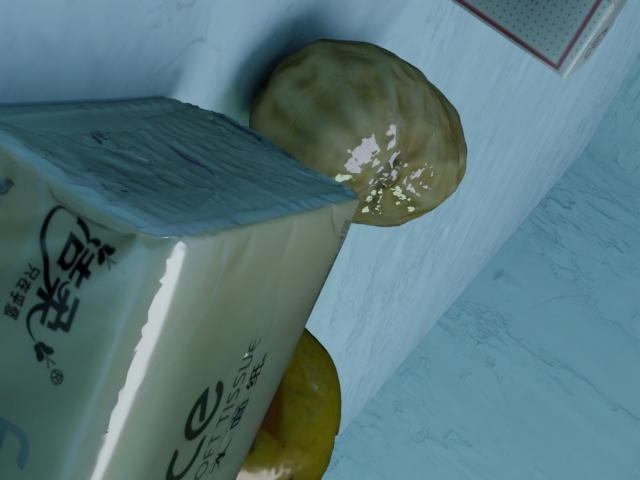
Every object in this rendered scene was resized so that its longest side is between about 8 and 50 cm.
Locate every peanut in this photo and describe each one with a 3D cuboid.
[{"bbox_3d":[0.055,-0.101,1.270,0.169,0.192,0.387,-64,165,9],"label":"peanut"}]

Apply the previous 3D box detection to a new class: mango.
[{"bbox_3d":[-0.126,0.192,1.329,0.182,0.253,0.365,-29,179,44],"label":"mango"}]

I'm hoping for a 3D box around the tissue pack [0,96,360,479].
[{"bbox_3d":[-0.167,0.116,0.919,0.332,0.205,0.404,-16,131,-67],"label":"tissue pack"}]

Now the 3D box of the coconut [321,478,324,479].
[{"bbox_3d":[-0.137,0.351,1.552,0.297,0.309,0.297,-50,170,-11],"label":"coconut"}]

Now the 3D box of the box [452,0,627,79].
[{"bbox_3d":[0.243,-0.348,1.210,0.095,0.210,0.330,-36,160,-52],"label":"box"}]
